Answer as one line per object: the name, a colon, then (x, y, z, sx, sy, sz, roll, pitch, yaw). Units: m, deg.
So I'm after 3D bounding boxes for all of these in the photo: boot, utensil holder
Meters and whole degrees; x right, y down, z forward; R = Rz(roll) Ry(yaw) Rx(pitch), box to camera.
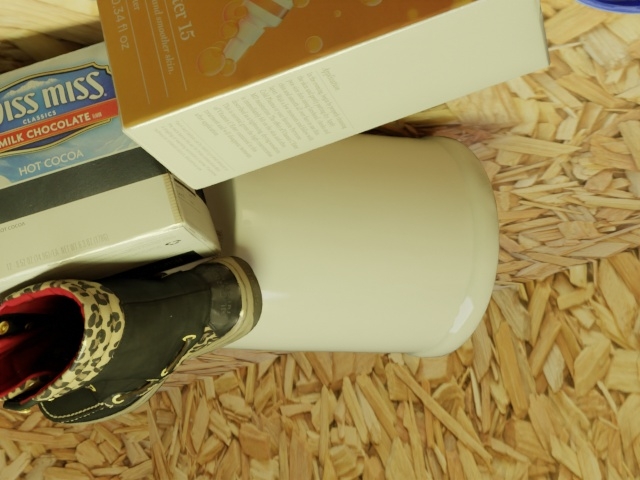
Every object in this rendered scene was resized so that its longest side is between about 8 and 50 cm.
boot: (-0.282, 0.134, 1.344, 0.377, 0.138, 0.284, -27, 168, 31)
utensil holder: (0.000, 0.000, 1.602, 0.385, 0.327, 0.327, 3, 160, -26)

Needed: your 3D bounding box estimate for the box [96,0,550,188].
box: (-0.004, -0.215, 0.983, 0.345, 0.215, 0.168, -19, 161, 9)

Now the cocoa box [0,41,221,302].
cocoa box: (-0.323, -0.055, 1.308, 0.347, 0.228, 0.231, -17, 171, 2)

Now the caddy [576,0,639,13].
caddy: (0.303, -0.329, 0.887, 0.341, 0.179, 0.241, -12, 141, 14)
